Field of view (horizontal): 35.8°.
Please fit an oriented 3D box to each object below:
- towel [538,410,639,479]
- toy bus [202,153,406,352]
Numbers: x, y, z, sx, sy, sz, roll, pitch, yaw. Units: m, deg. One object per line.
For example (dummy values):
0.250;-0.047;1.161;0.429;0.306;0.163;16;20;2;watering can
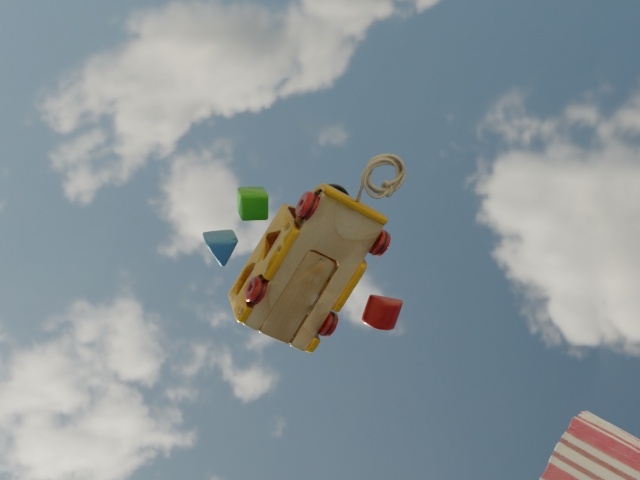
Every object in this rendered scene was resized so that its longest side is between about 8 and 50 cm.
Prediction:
0.274;0.284;0.969;0.144;0.029;0.197;28;-86;27;towel
-0.011;0.008;1.004;0.202;0.191;0.104;-17;-155;-8;toy bus
